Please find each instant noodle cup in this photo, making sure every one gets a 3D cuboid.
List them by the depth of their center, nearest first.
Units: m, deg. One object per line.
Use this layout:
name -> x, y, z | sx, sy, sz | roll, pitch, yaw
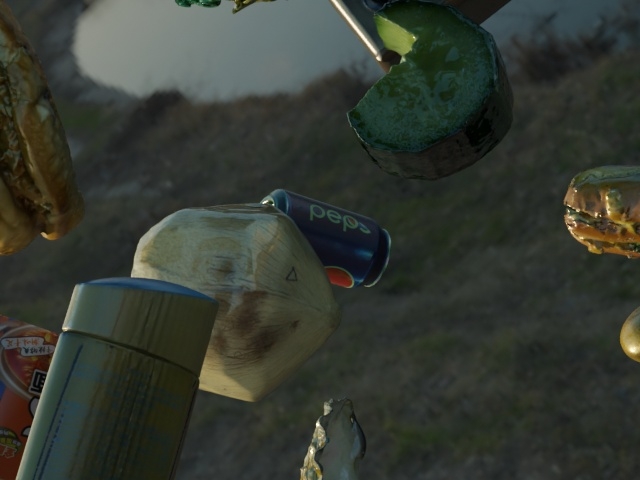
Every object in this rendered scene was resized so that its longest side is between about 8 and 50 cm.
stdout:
instant noodle cup -> -0.392, 0.200, 1.940 | 0.250, 0.250, 0.192 | -5, 66, 64

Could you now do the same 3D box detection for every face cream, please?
face cream -> -0.180, 0.164, 1.356 | 0.067, 0.139, 0.285 | -10, 61, 56

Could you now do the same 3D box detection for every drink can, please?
drink can -> 0.000, 0.000, 2.408 | 0.118, 0.205, 0.118 | -45, 37, 48

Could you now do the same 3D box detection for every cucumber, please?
cucumber -> 0.128, -0.164, 1.785 | 0.191, 0.191, 0.130 | -44, -24, 1

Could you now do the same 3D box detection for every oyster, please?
oyster -> 0.008, 0.173, 1.064 | 0.045, 0.146, 0.121 | 13, 47, 29

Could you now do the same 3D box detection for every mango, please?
mango -> 0.475, 0.120, 2.095 | 0.137, 0.098, 0.195 | -2, 3, 38

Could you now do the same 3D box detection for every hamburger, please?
hamburger -> -0.346, -0.123, 1.575 | 0.158, 0.318, 0.318 | -27, 15, -9

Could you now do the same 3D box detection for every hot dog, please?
hot dog -> 0.344, -0.026, 1.383 | 0.269, 0.115, 0.072 | 0, 55, 23

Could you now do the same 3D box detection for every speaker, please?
speaker -> 0.137, -0.344, 2.088 | 0.231, 0.153, 0.192 | -38, -10, 5

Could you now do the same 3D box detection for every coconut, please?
coconut -> -0.086, 0.059, 1.650 | 0.224, 0.224, 0.224 | -40, 18, 16

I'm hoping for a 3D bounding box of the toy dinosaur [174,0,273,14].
toy dinosaur -> -0.138, -0.352, 2.058 | 0.153, 0.094, 0.259 | 3, -1, 17
